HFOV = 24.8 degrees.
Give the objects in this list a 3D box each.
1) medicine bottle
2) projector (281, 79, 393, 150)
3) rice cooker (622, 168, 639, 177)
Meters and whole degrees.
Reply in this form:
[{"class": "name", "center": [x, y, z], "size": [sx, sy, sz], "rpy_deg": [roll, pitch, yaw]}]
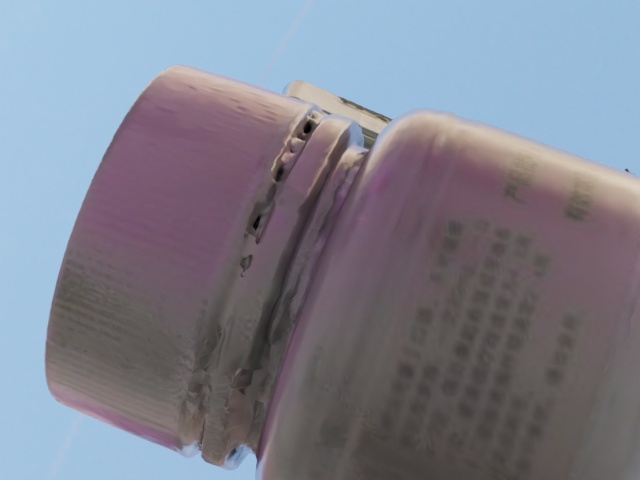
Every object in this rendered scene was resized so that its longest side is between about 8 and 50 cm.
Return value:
[{"class": "medicine bottle", "center": [0.035, 0.050, 0.819], "size": [0.324, 0.256, 0.256], "rpy_deg": [18, -92, 6]}, {"class": "projector", "center": [0.000, 0.000, 1.402], "size": [0.192, 0.099, 0.257], "rpy_deg": [25, -69, -1]}, {"class": "rice cooker", "center": [0.279, 0.065, 1.366], "size": [0.267, 0.267, 0.224], "rpy_deg": [41, -72, 30]}]
